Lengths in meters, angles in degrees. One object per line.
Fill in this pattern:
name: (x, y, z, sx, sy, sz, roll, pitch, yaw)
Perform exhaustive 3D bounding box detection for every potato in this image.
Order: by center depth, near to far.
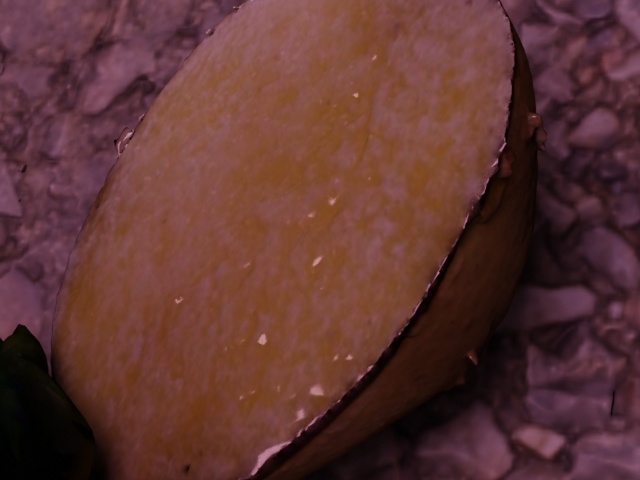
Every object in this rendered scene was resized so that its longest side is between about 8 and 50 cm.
potato: (0.000, 0.000, 0.942, 0.299, 0.116, 0.239, -53, 49, 8)

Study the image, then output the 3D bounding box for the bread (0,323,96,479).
bread: (-0.251, 0.193, 0.878, 0.251, 0.208, 0.376, -18, 56, 60)
